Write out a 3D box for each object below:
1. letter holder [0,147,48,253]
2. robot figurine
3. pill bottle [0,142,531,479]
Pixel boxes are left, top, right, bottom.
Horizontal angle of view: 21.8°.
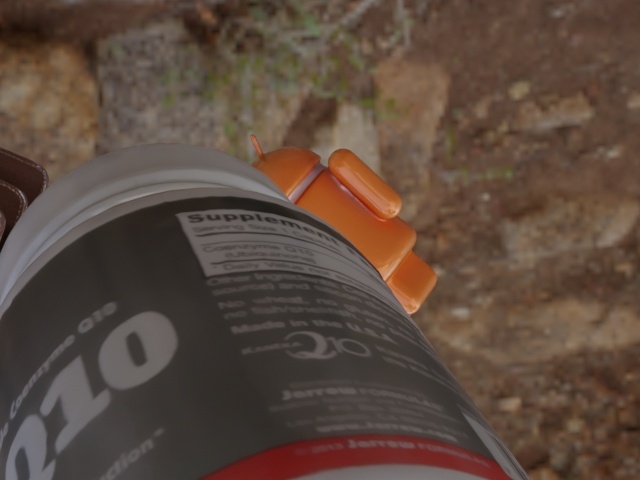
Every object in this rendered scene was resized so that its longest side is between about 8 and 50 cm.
[{"bbox_3d":[-0.441,-0.039,1.632,0.302,0.214,0.152,15,167,2],"label":"letter holder"},{"bbox_3d":[-0.001,0.002,1.537,0.219,0.128,0.158,38,160,2],"label":"robot figurine"},{"bbox_3d":[-0.030,0.079,0.557,0.161,0.161,0.283,3,-158,-19],"label":"pill bottle"}]
